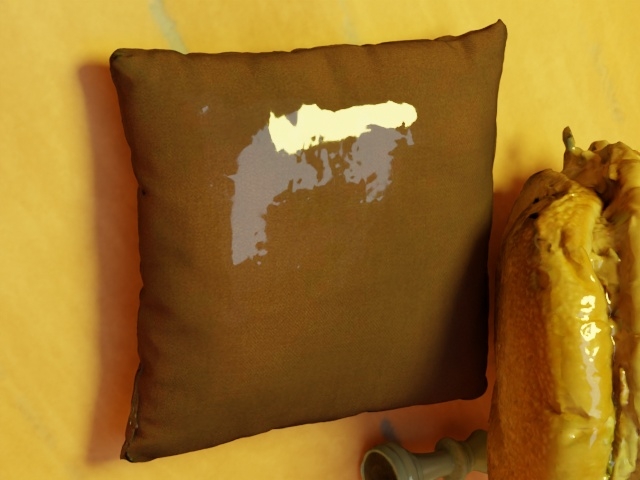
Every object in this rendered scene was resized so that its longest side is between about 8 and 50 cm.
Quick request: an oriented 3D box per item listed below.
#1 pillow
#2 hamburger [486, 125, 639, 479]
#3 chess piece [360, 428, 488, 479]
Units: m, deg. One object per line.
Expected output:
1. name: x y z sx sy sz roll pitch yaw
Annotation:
1. pillow: 0.000 0.000 0.894 0.306 0.108 0.307 -7 110 -25
2. hamburger: 0.216 0.077 0.955 0.170 0.290 0.314 -1 105 0
3. chess piece: 0.110 0.192 1.060 0.149 0.059 0.059 -6 110 -33
